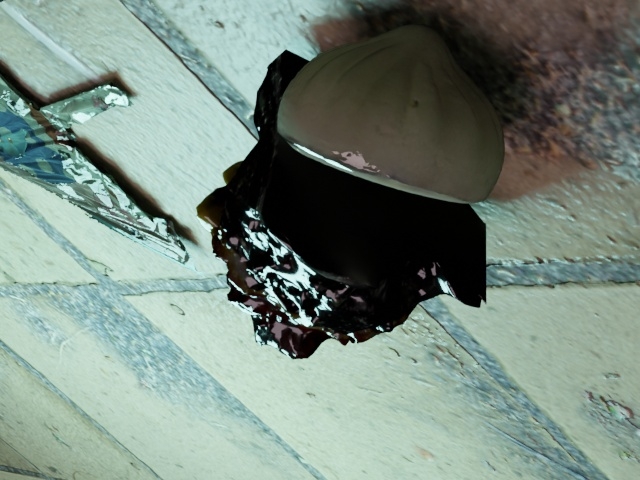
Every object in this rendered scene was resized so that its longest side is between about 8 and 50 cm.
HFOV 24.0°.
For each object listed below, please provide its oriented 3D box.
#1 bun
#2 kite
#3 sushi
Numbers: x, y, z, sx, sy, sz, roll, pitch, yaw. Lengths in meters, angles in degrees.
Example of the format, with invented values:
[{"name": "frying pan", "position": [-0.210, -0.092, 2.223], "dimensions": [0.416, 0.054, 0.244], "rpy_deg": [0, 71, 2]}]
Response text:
[{"name": "bun", "position": [0.049, -0.082, 0.894], "dimensions": [0.138, 0.094, 0.138], "rpy_deg": [20, -170, -4]}, {"name": "kite", "position": [-0.253, -0.101, 1.341], "dimensions": [0.406, 0.014, 0.368], "rpy_deg": [45, 154, -22]}, {"name": "sushi", "position": [0.000, 0.000, 1.035], "dimensions": [0.172, 0.153, 0.150], "rpy_deg": [24, 142, -27]}]
